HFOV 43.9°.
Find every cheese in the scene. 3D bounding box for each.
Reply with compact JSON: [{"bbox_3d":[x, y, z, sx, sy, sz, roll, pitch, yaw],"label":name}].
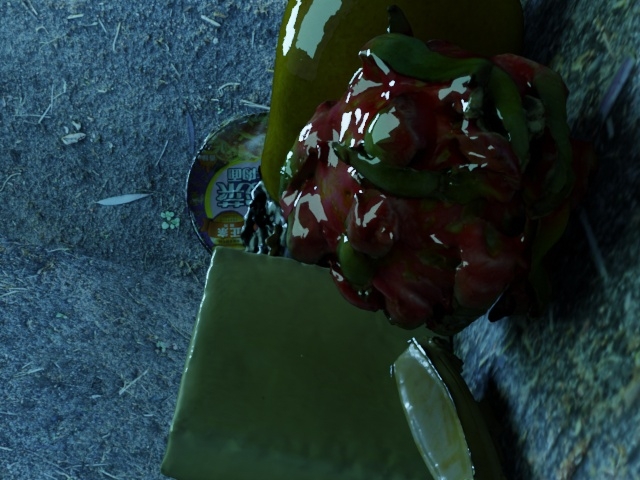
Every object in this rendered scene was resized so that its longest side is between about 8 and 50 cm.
[{"bbox_3d":[-0.008,0.146,0.824,0.124,0.265,0.242,114,168,-53],"label":"cheese"}]

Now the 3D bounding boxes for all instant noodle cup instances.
[{"bbox_3d":[-0.090,-0.071,1.619,0.266,0.340,0.340,96,-172,-82],"label":"instant noodle cup"}]

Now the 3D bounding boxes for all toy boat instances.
[{"bbox_3d":[0.116,0.157,0.672,0.064,0.072,0.206,-54,28,22],"label":"toy boat"}]

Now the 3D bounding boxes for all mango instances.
[{"bbox_3d":[0.067,-0.165,0.871,0.221,0.264,0.378,-91,27,-56],"label":"mango"}]

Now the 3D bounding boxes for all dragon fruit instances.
[{"bbox_3d":[0.095,-0.046,0.658,0.237,0.231,0.303,-65,17,-15],"label":"dragon fruit"}]

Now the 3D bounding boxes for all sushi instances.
[{"bbox_3d":[0.000,0.000,1.162,0.348,0.234,0.207,-101,26,-78],"label":"sushi"}]
